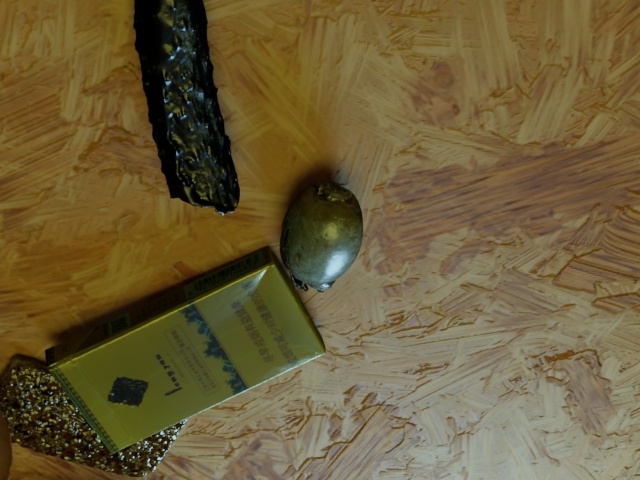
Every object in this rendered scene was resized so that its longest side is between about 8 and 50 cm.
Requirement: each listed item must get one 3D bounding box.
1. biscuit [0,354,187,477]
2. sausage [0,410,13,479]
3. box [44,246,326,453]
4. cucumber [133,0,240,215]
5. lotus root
[{"bbox_3d":[-0.276,0.212,1.776,0.231,0.025,0.131,19,124,-24],"label":"biscuit"},{"bbox_3d":[-0.495,0.290,1.669,0.233,0.233,0.287,21,122,-25],"label":"sausage"},{"bbox_3d":[-0.148,0.125,1.699,0.279,0.041,0.153,-25,128,5],"label":"box"},{"bbox_3d":[-0.135,-0.159,1.457,0.072,0.081,0.303,-40,136,-35],"label":"cucumber"},{"bbox_3d":[-0.002,0.002,1.614,0.088,0.088,0.165,2,139,-12],"label":"lotus root"}]
